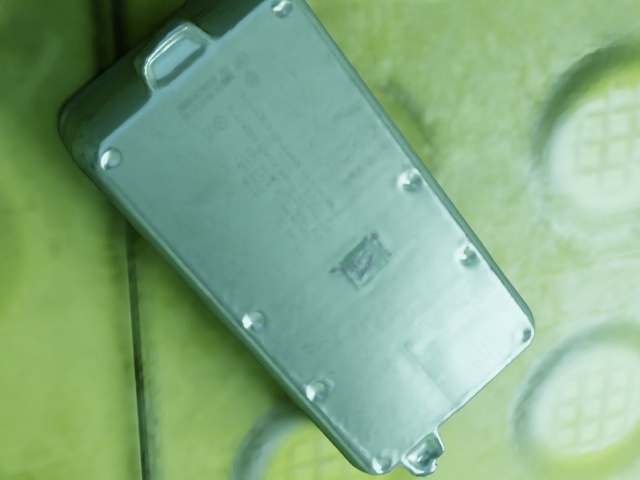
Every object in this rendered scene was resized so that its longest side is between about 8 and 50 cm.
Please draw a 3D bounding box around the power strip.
[{"bbox_3d":[0.000,0.000,0.666,0.118,0.046,0.270,-42,123,-4],"label":"power strip"}]
